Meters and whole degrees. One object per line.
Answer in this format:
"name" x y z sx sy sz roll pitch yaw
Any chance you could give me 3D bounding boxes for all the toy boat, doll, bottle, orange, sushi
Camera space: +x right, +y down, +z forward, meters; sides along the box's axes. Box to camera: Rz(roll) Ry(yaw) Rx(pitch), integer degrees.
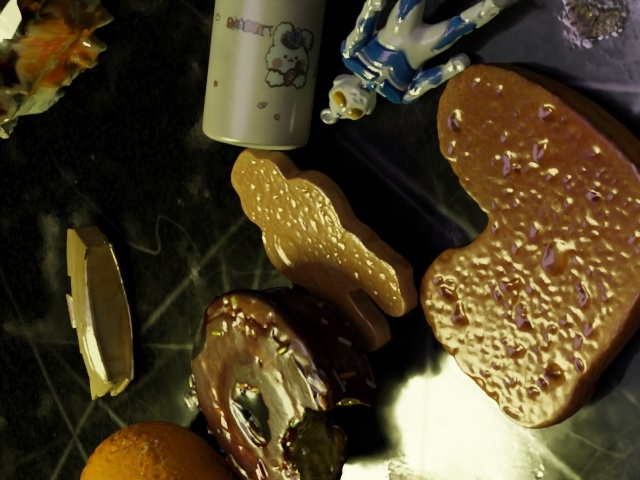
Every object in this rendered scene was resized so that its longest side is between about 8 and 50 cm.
"toy boat" -0.265 0.086 1.423 0.072 0.064 0.206 -1 97 52
"doll" 0.071 -0.169 1.116 0.114 0.057 0.227 33 136 -12
"bottle" -0.050 -0.211 1.180 0.110 0.110 0.233 18 107 34
"orange" -0.166 0.285 1.310 0.193 0.161 0.193 46 163 18
"sushi" -0.436 -0.305 1.420 0.417 0.176 0.417 14 114 36

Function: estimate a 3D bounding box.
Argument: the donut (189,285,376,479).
"donut" -0.037 0.150 1.224 0.216 0.096 0.230 29 127 42

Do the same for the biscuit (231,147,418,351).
"biscuit" -0.002 0.001 1.197 0.236 0.040 0.144 49 137 16

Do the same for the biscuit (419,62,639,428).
"biscuit" 0.180 0.000 1.078 0.262 0.052 0.277 40 120 30
